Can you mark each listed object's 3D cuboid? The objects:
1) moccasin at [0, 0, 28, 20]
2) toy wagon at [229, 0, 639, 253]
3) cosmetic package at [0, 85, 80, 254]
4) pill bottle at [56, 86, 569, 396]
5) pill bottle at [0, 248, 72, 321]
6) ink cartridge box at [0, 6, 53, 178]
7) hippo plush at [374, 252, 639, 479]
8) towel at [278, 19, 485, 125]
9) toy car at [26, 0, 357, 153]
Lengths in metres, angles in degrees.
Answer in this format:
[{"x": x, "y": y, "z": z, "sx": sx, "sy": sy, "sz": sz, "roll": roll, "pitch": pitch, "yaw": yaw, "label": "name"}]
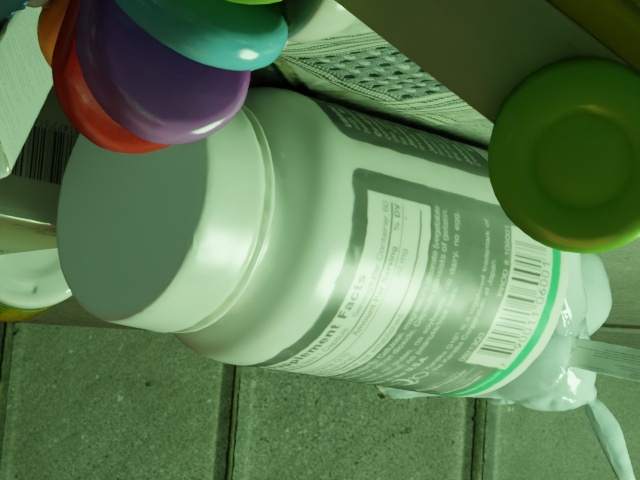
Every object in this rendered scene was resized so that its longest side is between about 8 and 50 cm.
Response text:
[{"x": -0.217, "y": -0.148, "z": 0.752, "sx": 0.342, "sy": 0.138, "sz": 0.117, "roll": 15, "pitch": -175, "yaw": 44, "label": "moccasin"}, {"x": 0.083, "y": -0.072, "z": 0.589, "sx": 0.344, "sy": 0.068, "sz": 0.267, "roll": 37, "pitch": -162, "yaw": -2, "label": "toy wagon"}, {"x": -0.302, "y": -0.053, "z": 1.344, "sx": 0.160, "sy": 0.113, "sz": 0.309, "roll": 12, "pitch": 167, "yaw": -39, "label": "cosmetic package"}, {"x": 0.000, "y": 0.000, "z": 1.239, "sx": 0.361, "sy": 0.204, "sz": 0.204, "roll": 14, "pitch": 167, "yaw": -41, "label": "pill bottle"}, {"x": -0.303, "y": 0.010, "z": 1.648, "sx": 0.136, "sy": 0.136, "sz": 0.245, "roll": 7, "pitch": 170, "yaw": -17, "label": "pill bottle"}, {"x": -0.302, "y": -0.080, "z": 0.934, "sx": 0.303, "sy": 0.072, "sz": 0.307, "roll": -12, "pitch": -158, "yaw": 3, "label": "ink cartridge box"}, {"x": 0.193, "y": 0.033, "z": 1.527, "sx": 0.294, "sy": 0.234, "sz": 0.236, "roll": 17, "pitch": -155, "yaw": 15, "label": "hippo plush"}, {"x": 0.131, "y": -0.112, "z": 0.949, "sx": 0.324, "sy": 0.056, "sz": 0.312, "roll": -2, "pitch": 169, "yaw": 30, "label": "towel"}, {"x": -0.072, "y": -0.108, "z": 0.770, "sx": 0.159, "sy": 0.136, "sz": 0.182, "roll": 18, "pitch": 166, "yaw": -26, "label": "toy car"}]
